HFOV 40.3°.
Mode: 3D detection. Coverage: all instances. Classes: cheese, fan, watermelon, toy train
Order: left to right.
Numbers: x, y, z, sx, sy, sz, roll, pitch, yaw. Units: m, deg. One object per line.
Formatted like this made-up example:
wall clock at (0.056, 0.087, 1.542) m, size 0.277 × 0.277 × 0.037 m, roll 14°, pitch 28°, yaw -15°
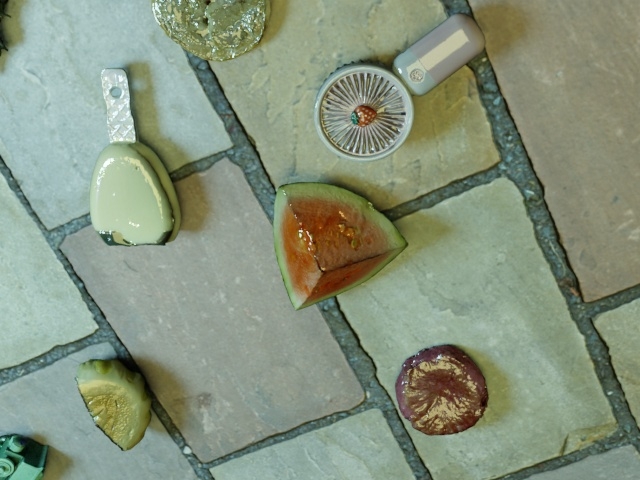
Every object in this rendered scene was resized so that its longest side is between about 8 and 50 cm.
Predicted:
toy train at (-0.515, 0.389, 1.426) m, size 0.099 × 0.070 × 0.172 m, roll 31°, pitch 113°, yaw -22°
cheese at (-0.264, -0.112, 1.196) m, size 0.127 × 0.054 × 0.251 m, roll -1°, pitch 113°, yaw 3°
watermelon at (0.003, -0.006, 1.215) m, size 0.193 × 0.137 × 0.145 m, roll -32°, pitch 74°, yaw 15°
fan at (0.101, -0.203, 1.127) m, size 0.244 × 0.074 × 0.130 m, roll -36°, pitch 107°, yaw 16°

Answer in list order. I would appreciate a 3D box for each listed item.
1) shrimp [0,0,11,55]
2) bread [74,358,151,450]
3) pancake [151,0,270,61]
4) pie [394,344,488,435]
shrimp at (-0.367, -0.312, 1.112) m, size 0.198 × 0.051 × 0.261 m, roll 11°, pitch 111°, yaw -3°
bread at (-0.311, 0.238, 1.339) m, size 0.094 × 0.083 × 0.157 m, roll -37°, pitch 110°, yaw 14°
pancake at (-0.139, -0.307, 1.117) m, size 0.158 × 0.028 × 0.158 m, roll 2°, pitch 116°, yaw 4°
pie at (0.185, 0.234, 1.339) m, size 0.154 × 0.038 × 0.153 m, roll 1°, pitch 112°, yaw 3°
